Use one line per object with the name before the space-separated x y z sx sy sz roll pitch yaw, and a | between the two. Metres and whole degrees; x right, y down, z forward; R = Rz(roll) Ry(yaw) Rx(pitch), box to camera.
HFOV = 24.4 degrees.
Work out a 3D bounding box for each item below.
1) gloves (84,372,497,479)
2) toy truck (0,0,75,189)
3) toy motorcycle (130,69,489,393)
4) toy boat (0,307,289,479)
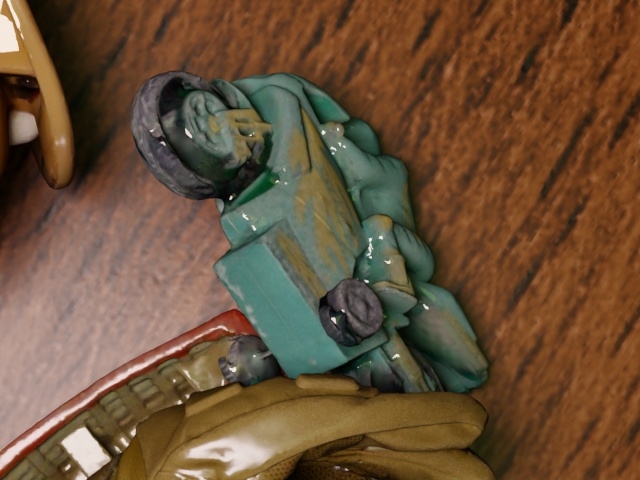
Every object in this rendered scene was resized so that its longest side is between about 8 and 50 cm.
gloves | -0.059 0.158 0.862 0.331 0.154 0.141 -26 73 2
toy truck | -0.276 -0.097 0.916 0.211 0.204 0.288 -14 98 -13
toy motorcycle | 0.001 0.002 0.957 0.109 0.198 0.296 -28 100 37
toy boat | -0.176 0.200 0.959 0.392 0.079 0.136 -40 89 -7
